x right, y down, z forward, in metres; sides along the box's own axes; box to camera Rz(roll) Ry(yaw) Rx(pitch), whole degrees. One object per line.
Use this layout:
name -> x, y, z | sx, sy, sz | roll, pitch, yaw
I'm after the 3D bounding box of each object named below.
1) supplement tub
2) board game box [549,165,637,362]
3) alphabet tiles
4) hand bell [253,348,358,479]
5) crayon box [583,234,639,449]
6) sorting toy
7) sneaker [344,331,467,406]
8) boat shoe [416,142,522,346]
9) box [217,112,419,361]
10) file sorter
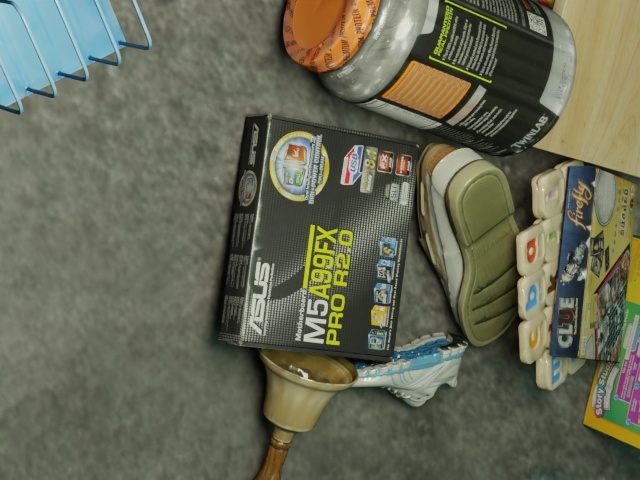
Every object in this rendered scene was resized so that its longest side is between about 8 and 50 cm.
supplement tub -> 0.126, -0.228, 1.835 | 0.316, 0.193, 0.194 | 18, 91, -33
board game box -> 0.357, 0.035, 2.054 | 0.165, 0.042, 0.243 | 13, 83, -60
alphabet tiles -> 0.309, 0.042, 2.036 | 0.278, 0.021, 0.284 | -26, 117, -56
hand bell -> -0.050, 0.251, 1.906 | 0.126, 0.126, 0.242 | 8, 110, -32
crayon box -> 0.466, 0.146, 2.135 | 0.081, 0.165, 0.279 | 10, 96, -32
sorting toy -> 0.372, -0.226, 2.043 | 0.255, 0.089, 0.257 | 13, 94, -32
sneaker -> 0.104, 0.175, 1.985 | 0.190, 0.071, 0.083 | -8, 110, -29
boat shoe -> 0.187, 0.001, 1.970 | 0.113, 0.103, 0.302 | -29, 136, -20
box -> 0.000, 0.000, 1.865 | 0.216, 0.060, 0.270 | 10, 86, -32
file sorter -> -0.279, -0.218, 1.649 | 0.170, 0.104, 0.118 | -31, 115, -22
